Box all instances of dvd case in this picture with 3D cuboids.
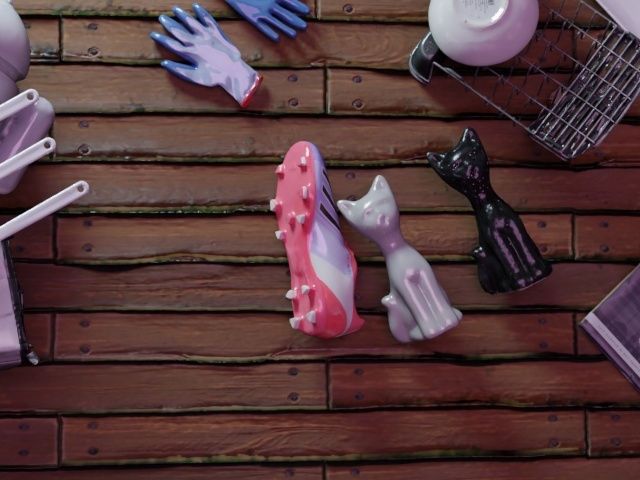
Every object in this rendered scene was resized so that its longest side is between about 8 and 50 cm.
[{"bbox_3d":[0.466,0.094,1.898,0.221,0.018,0.164,-43,92,-10],"label":"dvd case"}]

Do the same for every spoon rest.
[{"bbox_3d":[0.203,-0.352,1.824,0.137,0.084,0.276,-1,83,12],"label":"spoon rest"}]

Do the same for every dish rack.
[{"bbox_3d":[0.272,-0.232,1.852,0.271,0.074,0.208,37,82,10],"label":"dish rack"}]

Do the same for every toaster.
[{"bbox_3d":[-0.404,0.075,1.697,0.110,0.186,0.168,-10,86,-19],"label":"toaster"}]

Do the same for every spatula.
[{"bbox_3d":[-0.388,-0.055,1.628,0.242,0.019,0.168,-32,96,-25],"label":"spatula"}]

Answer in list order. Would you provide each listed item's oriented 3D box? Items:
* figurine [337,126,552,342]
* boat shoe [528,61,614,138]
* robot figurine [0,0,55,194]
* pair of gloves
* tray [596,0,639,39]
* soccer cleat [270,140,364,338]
[{"bbox_3d":[0.149,-0.006,1.820,0.215,0.092,0.209,-27,93,-9],"label":"figurine"},{"bbox_3d":[0.321,-0.181,1.892,0.137,0.049,0.043,-35,83,-9],"label":"boat shoe"},{"bbox_3d":[-0.467,-0.167,1.706,0.300,0.200,0.353,25,81,-20],"label":"robot figurine"},{"bbox_3d":[-0.111,-0.276,1.857,0.159,0.023,0.198,36,81,-5],"label":"pair of gloves"},{"bbox_3d":[0.391,-0.383,1.932,0.145,0.030,0.270,-42,91,-11],"label":"tray"},{"bbox_3d":[0.000,0.000,1.824,0.095,0.083,0.248,2,76,-39],"label":"soccer cleat"}]
